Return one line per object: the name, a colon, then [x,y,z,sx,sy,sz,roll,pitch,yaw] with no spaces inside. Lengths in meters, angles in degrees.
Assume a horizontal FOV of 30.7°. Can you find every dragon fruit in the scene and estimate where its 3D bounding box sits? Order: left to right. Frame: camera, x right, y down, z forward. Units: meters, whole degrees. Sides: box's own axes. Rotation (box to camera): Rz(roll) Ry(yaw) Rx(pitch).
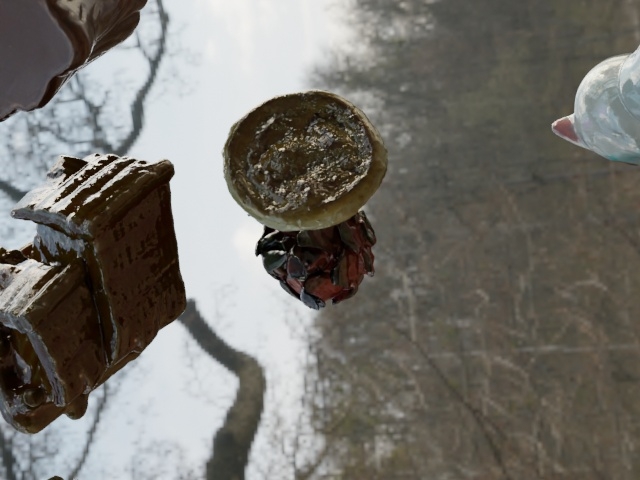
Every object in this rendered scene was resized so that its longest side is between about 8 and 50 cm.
dragon fruit: [-0.001,0.007,1.171,0.142,0.130,0.121,13,-82,-43]

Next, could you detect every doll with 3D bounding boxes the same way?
doll: [0.287,-0.123,0.962,0.110,0.180,0.107,-27,-96,-33]

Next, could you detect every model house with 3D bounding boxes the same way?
model house: [-0.240,0.032,1.129,0.199,0.219,0.229,-30,-19,-38]

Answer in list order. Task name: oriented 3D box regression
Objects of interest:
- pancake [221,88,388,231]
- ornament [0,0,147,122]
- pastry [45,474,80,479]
pancake: [-0.016,-0.076,1.049,0.028,0.158,0.158,74,-162,-57]
ornament: [-0.291,-0.240,1.160,0.217,0.235,0.221,-51,-16,-58]
pastry: [-0.200,0.283,0.708,0.257,0.235,0.121,57,180,13]
